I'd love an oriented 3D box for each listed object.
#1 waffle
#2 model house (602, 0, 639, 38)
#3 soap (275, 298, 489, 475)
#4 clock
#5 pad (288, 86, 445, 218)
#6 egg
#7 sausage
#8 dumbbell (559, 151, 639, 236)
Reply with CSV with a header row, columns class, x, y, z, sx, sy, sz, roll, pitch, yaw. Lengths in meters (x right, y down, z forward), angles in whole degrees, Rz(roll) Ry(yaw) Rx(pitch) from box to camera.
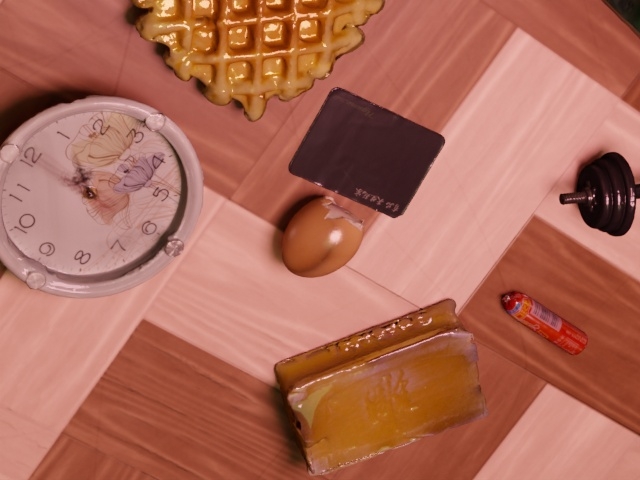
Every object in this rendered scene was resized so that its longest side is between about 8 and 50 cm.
class,x,y,z,sx,sy,sz,roll,pitch,yaw
waffle,-0.054,-0.259,1.887,0.250,0.056,0.261,38,97,-30
model house,0.476,-0.295,1.858,0.343,0.382,0.334,-43,123,10
soap,0.073,0.173,2.129,0.233,0.076,0.135,-20,121,-10
clock,-0.241,-0.050,1.924,0.237,0.053,0.236,-7,119,-14
pad,0.053,-0.095,2.032,0.157,0.003,0.112,22,106,-27
egg,0.000,0.000,2.015,0.080,0.080,0.096,32,99,-29
sausage,0.263,0.095,2.179,0.129,0.034,0.034,31,102,-29
dumbbell,0.373,-0.057,2.105,0.209,0.099,0.099,-6,117,-17
